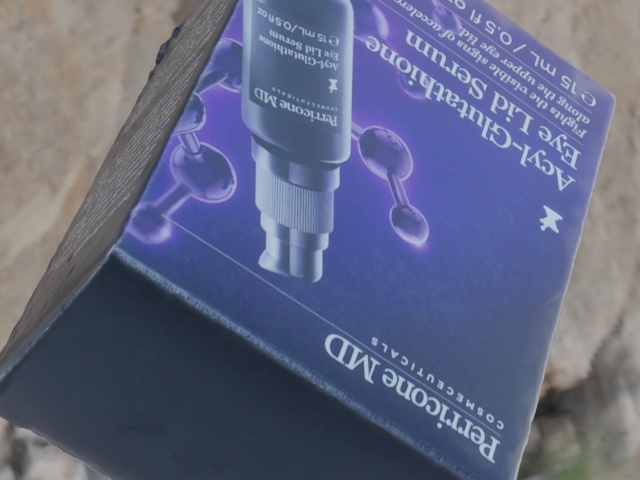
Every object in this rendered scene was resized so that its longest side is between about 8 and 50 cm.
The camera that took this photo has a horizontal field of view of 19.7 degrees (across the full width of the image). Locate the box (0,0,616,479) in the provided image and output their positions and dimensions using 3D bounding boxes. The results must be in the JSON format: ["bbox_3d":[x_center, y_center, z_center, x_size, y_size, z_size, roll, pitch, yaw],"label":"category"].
[{"bbox_3d":[0.000,0.000,0.649,0.153,0.108,0.207,33,46,-13],"label":"box"}]
